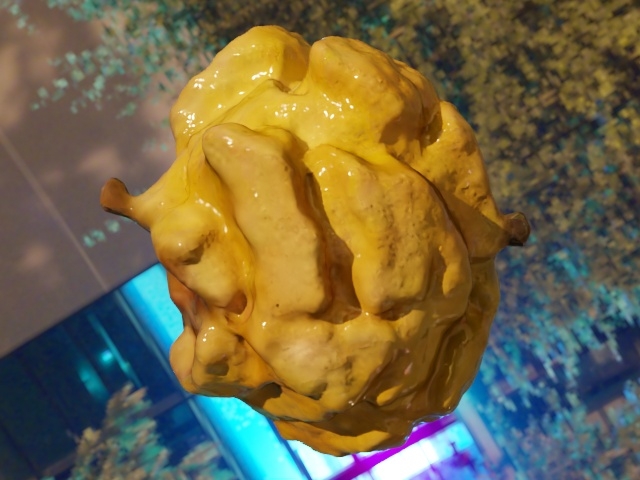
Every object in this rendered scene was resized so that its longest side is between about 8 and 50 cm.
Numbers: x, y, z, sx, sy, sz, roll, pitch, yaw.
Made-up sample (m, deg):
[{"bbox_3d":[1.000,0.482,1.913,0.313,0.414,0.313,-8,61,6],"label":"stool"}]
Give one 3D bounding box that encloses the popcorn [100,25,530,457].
[{"bbox_3d":[0.000,0.000,0.432,0.148,0.152,0.167,23,-119,-88],"label":"popcorn"}]
